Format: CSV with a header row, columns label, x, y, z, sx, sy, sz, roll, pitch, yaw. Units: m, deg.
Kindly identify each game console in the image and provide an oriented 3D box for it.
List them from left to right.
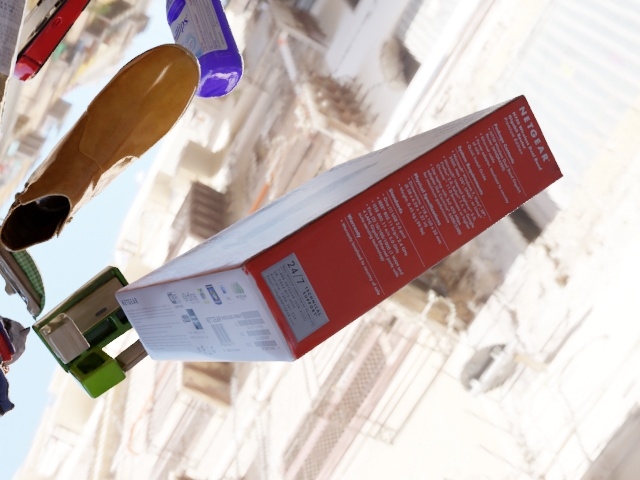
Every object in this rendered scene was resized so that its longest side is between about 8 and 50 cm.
label,x,y,z,sx,sy,sz,roll,pitch,yaw
game console,-0.523,-0.500,1.931,0.060,0.342,0.386,34,-168,-26

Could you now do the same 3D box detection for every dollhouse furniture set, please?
label,x,y,z,sx,sy,sz,roll,pitch,yaw
dollhouse furniture set,-0.359,0.044,1.322,0.301,0.151,0.197,60,159,-20

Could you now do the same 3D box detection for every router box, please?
label,x,y,z,sx,sy,sz,roll,pitch,yaw
router box,0.000,0.000,0.868,0.335,0.301,0.082,-14,106,61

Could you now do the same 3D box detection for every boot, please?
label,x,y,z,sx,sy,sz,roll,pitch,yaw
boot,-0.274,-0.108,1.182,0.104,0.295,0.211,43,-153,-18

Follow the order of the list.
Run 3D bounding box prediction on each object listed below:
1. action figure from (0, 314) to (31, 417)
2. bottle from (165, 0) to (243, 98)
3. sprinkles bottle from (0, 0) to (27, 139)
label,x,y,z,sx,sy,sz,roll,pitch,yaw
action figure,-0.676,0.185,1.637,0.330,0.178,0.341,-14,-110,-27
bottle,-0.221,-0.397,1.682,0.092,0.118,0.283,-11,-108,-29
sprinkles bottle,-0.445,-0.311,1.235,0.121,0.355,0.121,10,178,0
